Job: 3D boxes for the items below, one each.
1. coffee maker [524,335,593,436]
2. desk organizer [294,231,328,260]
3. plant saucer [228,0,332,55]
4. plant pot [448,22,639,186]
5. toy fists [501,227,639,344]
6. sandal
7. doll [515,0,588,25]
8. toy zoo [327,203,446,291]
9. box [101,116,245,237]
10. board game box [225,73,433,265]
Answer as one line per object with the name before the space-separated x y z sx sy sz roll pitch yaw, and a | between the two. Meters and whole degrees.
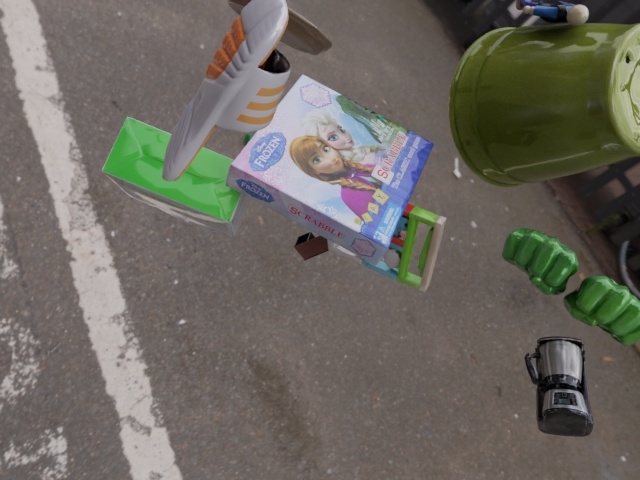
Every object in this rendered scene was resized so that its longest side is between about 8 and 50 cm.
coffee maker | 0.522 0.320 1.177 0.171 0.120 0.178 42 46 -32
desk organizer | 0.000 0.000 1.414 0.050 0.130 0.047 52 32 -25
plant saucer | -0.102 -0.509 1.290 0.278 0.041 0.278 28 8 -5
plant pot | 0.524 -0.288 1.141 0.367 0.353 0.366 -4 98 -26
toy fists | 0.444 0.075 0.973 0.279 0.096 0.142 41 7 19
sandal | -0.094 -0.154 0.616 0.076 0.265 0.101 20 46 -30
doll | 0.451 -0.448 1.076 0.129 0.046 0.189 -1 32 -15
toy zoo | 0.116 -0.020 1.212 0.293 0.192 0.030 24 43 22
box | -0.284 -0.117 1.159 0.262 0.231 0.126 22 81 -3
board game box | 0.031 -0.152 1.084 0.318 0.066 0.318 28 52 1
